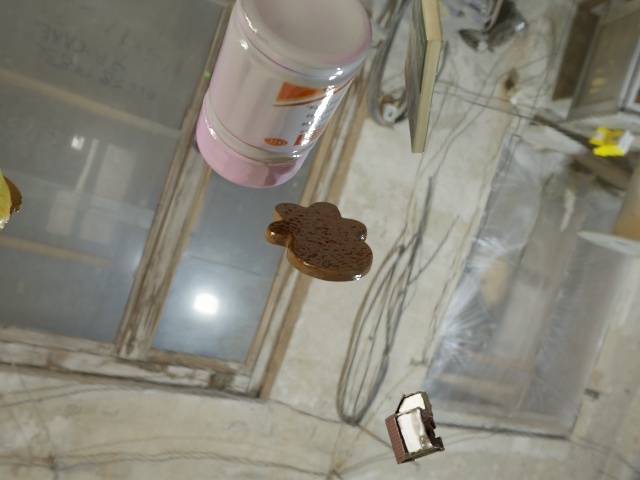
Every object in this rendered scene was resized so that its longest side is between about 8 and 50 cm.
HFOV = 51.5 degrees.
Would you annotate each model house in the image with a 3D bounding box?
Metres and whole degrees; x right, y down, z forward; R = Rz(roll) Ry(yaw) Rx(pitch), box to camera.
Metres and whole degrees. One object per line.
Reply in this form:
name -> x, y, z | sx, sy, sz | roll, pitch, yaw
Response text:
model house -> 0.116, 0.239, 0.856 | 0.058, 0.083, 0.057 | -28, 151, 19

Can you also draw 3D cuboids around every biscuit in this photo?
biscuit -> 0.000, 0.000, 1.094 | 0.180, 0.039, 0.236 | 0, -152, -18

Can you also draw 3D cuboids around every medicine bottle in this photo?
medicine bottle -> -0.068, -0.245, 1.041 | 0.202, 0.202, 0.316 | 18, 148, -13

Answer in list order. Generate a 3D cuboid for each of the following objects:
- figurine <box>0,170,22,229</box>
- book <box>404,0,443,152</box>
figurine -> -0.576, -0.100, 1.004 | 0.156, 0.131, 0.246 | -18, 132, 41
book -> 0.169, -0.307, 1.121 | 0.027, 0.201, 0.264 | 0, 150, 2
